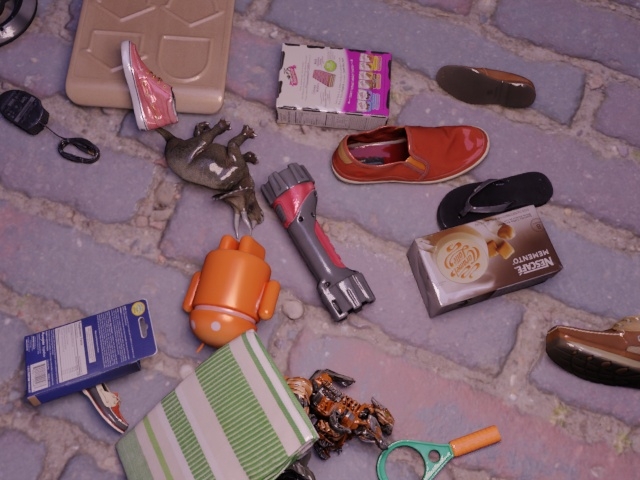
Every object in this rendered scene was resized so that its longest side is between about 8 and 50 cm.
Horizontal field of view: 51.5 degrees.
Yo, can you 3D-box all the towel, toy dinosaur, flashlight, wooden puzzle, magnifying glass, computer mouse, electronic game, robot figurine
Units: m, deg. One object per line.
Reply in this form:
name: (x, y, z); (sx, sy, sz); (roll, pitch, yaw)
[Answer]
towel: (-0.176, 0.326, 1.067); (0.325, 0.038, 0.248); (-44, 55, 9)
toy dinosaur: (-0.221, -0.160, 1.296); (0.313, 0.121, 0.160); (33, 58, 4)
flashlight: (0.000, 0.000, 1.266); (0.103, 0.103, 0.304); (-35, 78, 13)
wooden puzzle: (-0.350, -0.433, 1.416); (0.321, 0.080, 0.348); (4, 74, -1)
magnifying glass: (0.209, 0.378, 1.171); (0.230, 0.026, 0.092); (-17, 72, -10)
computer mouse: (-0.552, -0.228, 1.351); (0.242, 0.041, 0.071); (35, 80, 2)
toy dinosaur: (-0.042, 0.315, 1.142); (0.321, 0.164, 0.219); (3, 54, 20)
electronic game: (-0.730, -0.509, 1.433); (0.229, 0.048, 0.229); (1, 71, -3)
robot figurine: (-0.161, 0.100, 1.197); (0.158, 0.128, 0.220); (17, 70, -11)

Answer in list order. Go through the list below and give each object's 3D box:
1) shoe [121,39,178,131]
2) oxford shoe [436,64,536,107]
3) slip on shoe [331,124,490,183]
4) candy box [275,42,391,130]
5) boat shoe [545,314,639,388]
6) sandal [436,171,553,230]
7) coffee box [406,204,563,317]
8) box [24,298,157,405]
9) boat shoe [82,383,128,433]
shoe: (-0.336, -0.310, 1.311); (0.081, 0.063, 0.178); (-12, 97, -3)
oxford shoe: (0.355, -0.338, 1.429); (0.212, 0.076, 0.076); (15, 40, 5)
slip on shoe: (0.187, -0.181, 1.335); (0.331, 0.101, 0.123); (-6, 69, -7)
candy box: (0.028, -0.320, 1.392); (0.233, 0.071, 0.159); (6, 70, -2)
boat shoe: (0.571, 0.203, 1.214); (0.323, 0.122, 0.120); (16, 64, -6)
sandal: (0.349, -0.088, 1.333); (0.254, 0.054, 0.097); (-20, 72, -10)
coffee box: (0.307, 0.040, 1.260); (0.246, 0.098, 0.141); (-15, 71, -8)
box: (-0.404, 0.193, 1.174); (0.225, 0.037, 0.136); (-18, 48, -8)
boat shoe: (-0.377, 0.278, 1.166); (0.043, 0.049, 0.137); (-40, 72, -18)
